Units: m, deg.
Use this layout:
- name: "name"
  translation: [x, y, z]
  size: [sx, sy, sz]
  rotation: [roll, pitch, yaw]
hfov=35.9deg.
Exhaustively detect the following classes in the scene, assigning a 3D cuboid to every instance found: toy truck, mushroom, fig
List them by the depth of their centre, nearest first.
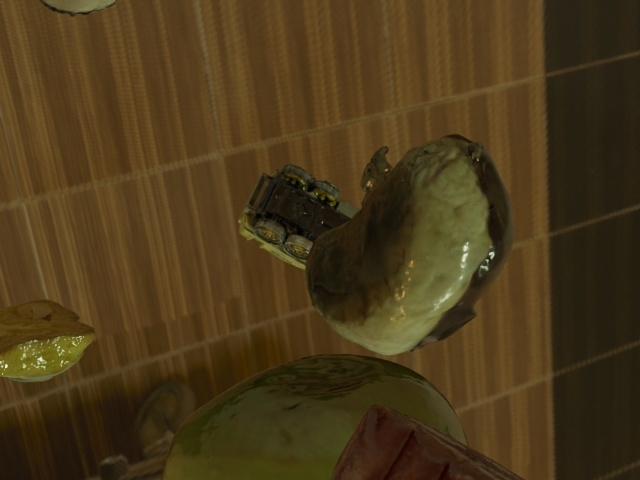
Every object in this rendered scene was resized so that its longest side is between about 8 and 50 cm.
- name: "fig"
  translation: [0.006, 0.184, 0.752]
  size: [0.230, 0.207, 0.207]
  rotation: [26, 96, -32]
- name: "mushroom"
  translation: [0.084, 0.013, 1.208]
  size: [0.130, 0.344, 0.247]
  rotation: [-13, 78, -39]
- name: "toy truck"
  translation: [0.000, 0.000, 1.533]
  size: [0.272, 0.157, 0.124]
  rotation: [29, 68, -13]

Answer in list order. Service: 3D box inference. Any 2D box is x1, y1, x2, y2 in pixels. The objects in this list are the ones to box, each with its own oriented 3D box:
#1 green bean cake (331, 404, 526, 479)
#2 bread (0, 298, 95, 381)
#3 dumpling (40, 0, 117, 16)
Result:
- name: "green bean cake"
  translation: [0.083, 0.136, 0.439]
  size: [0.136, 0.135, 0.056]
  rotation: [35, 84, -48]
- name: "bread"
  translation: [-0.419, 0.140, 1.388]
  size: [0.161, 0.233, 0.088]
  rotation: [0, 102, -28]
- name: "dumpling"
  translation: [-0.312, -0.376, 1.284]
  size: [0.172, 0.142, 0.247]
  rotation: [-65, 162, 5]
